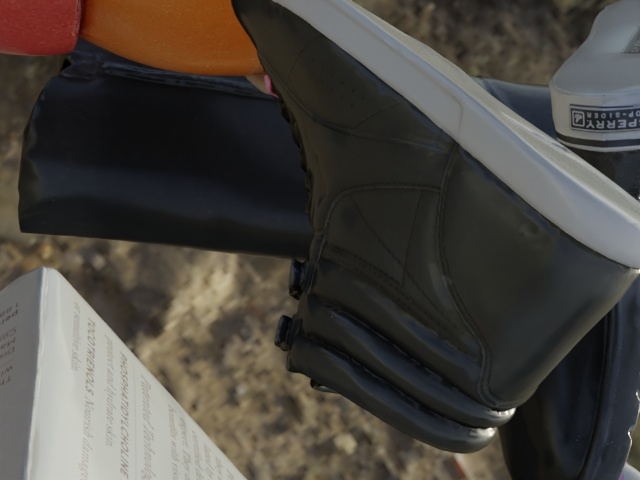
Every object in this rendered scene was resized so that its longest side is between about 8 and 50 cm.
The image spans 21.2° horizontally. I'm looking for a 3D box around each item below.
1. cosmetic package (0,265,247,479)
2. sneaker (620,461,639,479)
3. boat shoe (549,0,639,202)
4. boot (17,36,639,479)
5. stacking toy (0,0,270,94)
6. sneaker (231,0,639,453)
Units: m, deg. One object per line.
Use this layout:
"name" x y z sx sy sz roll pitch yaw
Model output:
"cosmetic package" -0.217 0.309 1.297 0.394 0.329 0.327 52 12 -27
"sneaker" 0.185 0.248 1.375 0.104 0.236 0.095 41 30 1
"boat shoe" 0.224 -0.086 1.084 0.306 0.113 0.105 -47 136 -60
"boot" 0.000 -0.001 1.216 0.445 0.146 0.367 14 50 -5
"stacking toy" -0.238 -0.219 0.962 0.480 0.350 0.350 -12 65 -13
"sneaker" 0.011 -0.021 0.756 0.104 0.147 0.296 22 16 -43
